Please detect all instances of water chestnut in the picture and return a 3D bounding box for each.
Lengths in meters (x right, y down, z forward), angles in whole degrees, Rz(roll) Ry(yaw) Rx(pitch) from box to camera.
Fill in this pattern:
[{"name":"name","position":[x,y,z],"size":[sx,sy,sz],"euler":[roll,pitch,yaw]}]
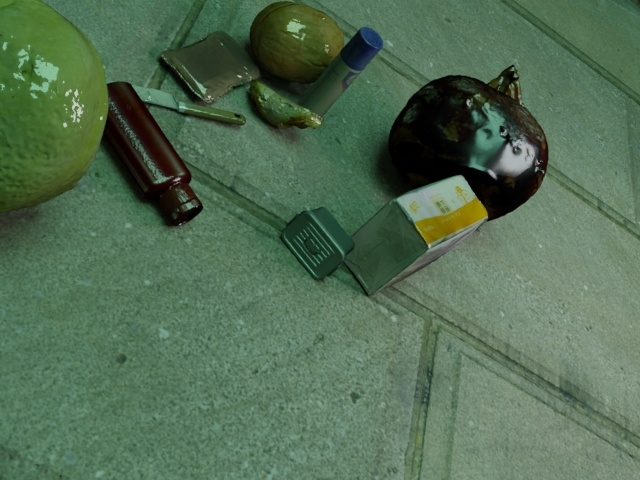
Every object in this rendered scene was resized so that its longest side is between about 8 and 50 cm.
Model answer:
[{"name":"water chestnut","position":[0.322,-0.216,1.911],"size":[0.335,0.335,0.347],"euler":[32,69,-15]}]

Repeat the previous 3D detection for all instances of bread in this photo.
[{"name":"bread","position":[-0.457,-0.190,1.256],"size":[0.320,0.320,0.237],"euler":[50,25,5]}]

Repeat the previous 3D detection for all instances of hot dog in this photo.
[{"name":"hot dog","position":[-0.076,-0.251,1.799],"size":[0.169,0.061,0.078],"euler":[30,6,12]}]

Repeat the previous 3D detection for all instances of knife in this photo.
[{"name":"knife","position":[-0.272,-0.255,1.675],"size":[0.297,0.017,0.047],"euler":[9,51,-30]}]

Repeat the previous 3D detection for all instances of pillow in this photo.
[{"name":"pillow","position":[-0.207,-0.341,1.787],"size":[0.135,0.034,0.211],"euler":[46,39,6]}]

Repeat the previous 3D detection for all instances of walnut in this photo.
[{"name":"walnut","position":[-0.048,-0.401,1.873],"size":[0.197,0.165,0.165],"euler":[14,49,-42]}]

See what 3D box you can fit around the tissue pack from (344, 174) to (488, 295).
[{"name":"tissue pack","position":[0.177,-0.015,1.725],"size":[0.225,0.185,0.124],"euler":[-23,73,-48]}]

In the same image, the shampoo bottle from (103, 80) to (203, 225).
[{"name":"shampoo bottle","position":[-0.290,-0.144,1.534],"size":[0.102,0.064,0.260],"euler":[-21,73,-51]}]

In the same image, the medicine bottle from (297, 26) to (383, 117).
[{"name":"medicine bottle","position":[0.036,-0.326,1.822],"size":[0.059,0.231,0.059],"euler":[22,46,-25]}]

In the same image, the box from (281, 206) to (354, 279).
[{"name":"box","position":[0.000,0.000,1.648],"size":[0.122,0.084,0.069],"euler":[51,34,4]}]
